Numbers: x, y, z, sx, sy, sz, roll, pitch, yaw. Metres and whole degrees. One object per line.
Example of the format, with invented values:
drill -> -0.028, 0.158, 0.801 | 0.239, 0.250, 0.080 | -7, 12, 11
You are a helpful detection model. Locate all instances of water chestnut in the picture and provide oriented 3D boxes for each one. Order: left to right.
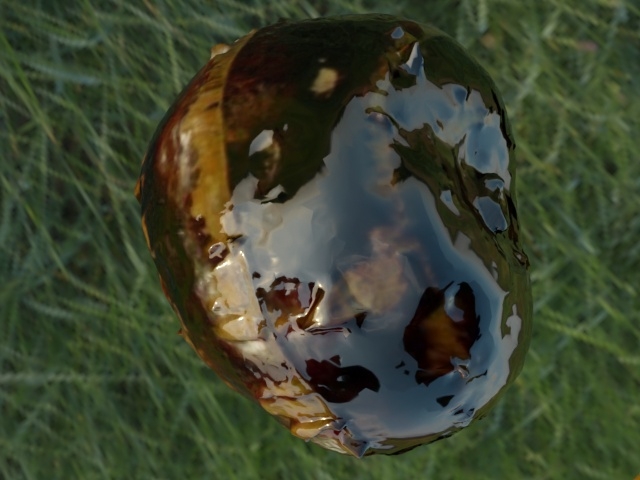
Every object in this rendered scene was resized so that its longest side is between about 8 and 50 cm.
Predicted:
water chestnut -> 0.000, 0.000, 1.048 | 0.300, 0.300, 0.300 | -18, 134, -20

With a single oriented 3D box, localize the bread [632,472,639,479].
bread -> 0.232, 0.173, 0.783 | 0.172, 0.311, 0.121 | -13, 99, -1
